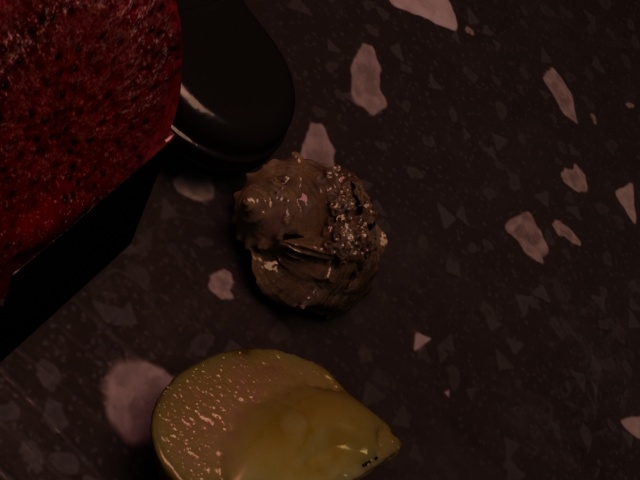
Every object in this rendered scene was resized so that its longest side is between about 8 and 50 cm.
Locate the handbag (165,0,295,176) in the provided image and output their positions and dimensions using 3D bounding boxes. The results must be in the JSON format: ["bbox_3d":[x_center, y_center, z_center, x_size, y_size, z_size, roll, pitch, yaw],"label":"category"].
[{"bbox_3d":[-0.153,-0.219,1.520,0.308,0.093,0.254,54,39,3],"label":"handbag"}]

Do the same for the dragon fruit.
[{"bbox_3d":[-0.311,-0.144,1.212,0.249,0.370,0.386,30,2,23],"label":"dragon fruit"}]

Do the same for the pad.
[{"bbox_3d":[-0.238,0.018,1.267,0.006,0.170,0.245,35,46,7],"label":"pad"}]

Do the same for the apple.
[{"bbox_3d":[-0.070,0.208,1.315,0.265,0.120,0.193,-21,66,-46],"label":"apple"}]

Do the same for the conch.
[{"bbox_3d":[0.000,0.000,1.511,0.245,0.163,0.178,20,84,-49],"label":"conch"}]
